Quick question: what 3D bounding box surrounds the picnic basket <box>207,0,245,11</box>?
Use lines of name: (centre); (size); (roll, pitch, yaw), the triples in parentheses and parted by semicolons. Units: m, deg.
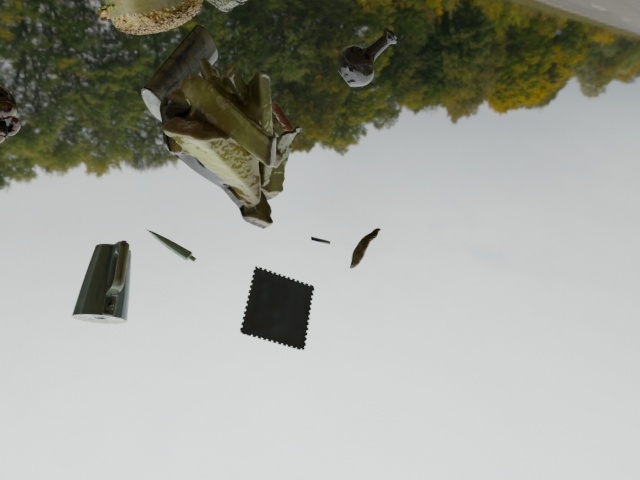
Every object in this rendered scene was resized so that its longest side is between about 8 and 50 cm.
picnic basket: (-0.202, -0.661, 1.082); (0.196, 0.154, 0.134); (7, 171, 43)

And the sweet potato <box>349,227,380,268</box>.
sweet potato: (0.129, 0.019, 1.362); (0.038, 0.153, 0.041); (35, 180, 27)

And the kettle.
kettle: (-0.677, 0.130, 1.436); (0.160, 0.243, 0.211); (15, 157, -33)

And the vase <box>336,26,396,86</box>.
vase: (0.136, -0.527, 1.283); (0.120, 0.183, 0.120); (48, -164, -18)

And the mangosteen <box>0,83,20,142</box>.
mangosteen: (-0.668, -0.252, 0.904); (0.140, 0.140, 0.140); (6, -152, -3)

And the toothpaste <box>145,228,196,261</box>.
toothpaste: (-0.574, 0.019, 1.731); (0.218, 0.041, 0.064); (33, 167, -2)

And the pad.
pad: (-0.153, 0.252, 1.678); (0.269, 0.012, 0.269); (23, -121, -23)

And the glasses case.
glasses case: (-0.376, -0.459, 1.227); (0.060, 0.114, 0.299); (9, -125, 19)

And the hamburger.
hamburger: (-0.489, -0.706, 1.314); (0.294, 0.179, 0.276); (11, -137, 20)

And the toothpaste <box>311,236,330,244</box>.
toothpaste: (0.000, 0.000, 1.836); (0.083, 0.015, 0.024); (13, -142, -18)

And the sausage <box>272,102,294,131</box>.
sausage: (-0.134, -0.437, 1.617); (0.042, 0.036, 0.157); (-10, -120, -44)

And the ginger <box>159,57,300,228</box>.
ginger: (-0.142, -0.236, 0.984); (0.211, 0.358, 0.413); (-24, -150, 27)
